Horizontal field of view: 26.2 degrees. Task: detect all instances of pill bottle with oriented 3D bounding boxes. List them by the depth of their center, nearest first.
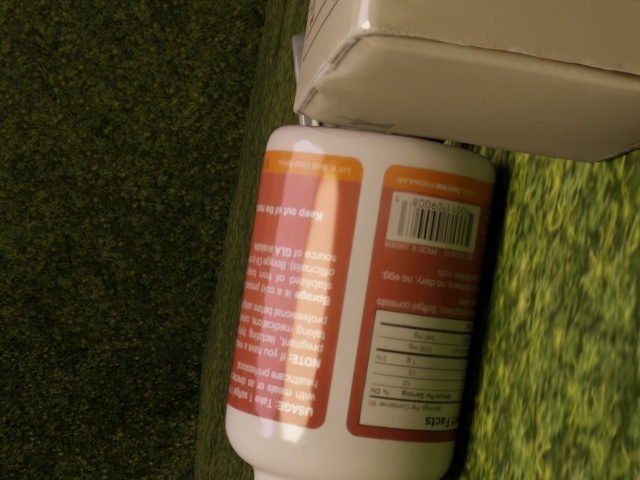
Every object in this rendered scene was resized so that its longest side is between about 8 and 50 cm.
[{"bbox_3d":[0.016,0.055,0.707,0.121,0.121,0.216,-172,92,-83],"label":"pill bottle"}]

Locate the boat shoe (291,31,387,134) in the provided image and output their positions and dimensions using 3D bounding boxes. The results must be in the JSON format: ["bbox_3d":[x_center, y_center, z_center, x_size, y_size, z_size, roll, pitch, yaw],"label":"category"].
[{"bbox_3d":[0.000,0.000,0.993,0.116,0.099,0.319,-101,21,-69],"label":"boat shoe"}]

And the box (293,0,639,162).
[{"bbox_3d":[0.076,-0.156,0.477,0.148,0.126,0.232,153,125,-81],"label":"box"}]

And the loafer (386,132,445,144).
[{"bbox_3d":[0.053,-0.172,0.836,0.084,0.096,0.267,99,174,-57],"label":"loafer"}]
